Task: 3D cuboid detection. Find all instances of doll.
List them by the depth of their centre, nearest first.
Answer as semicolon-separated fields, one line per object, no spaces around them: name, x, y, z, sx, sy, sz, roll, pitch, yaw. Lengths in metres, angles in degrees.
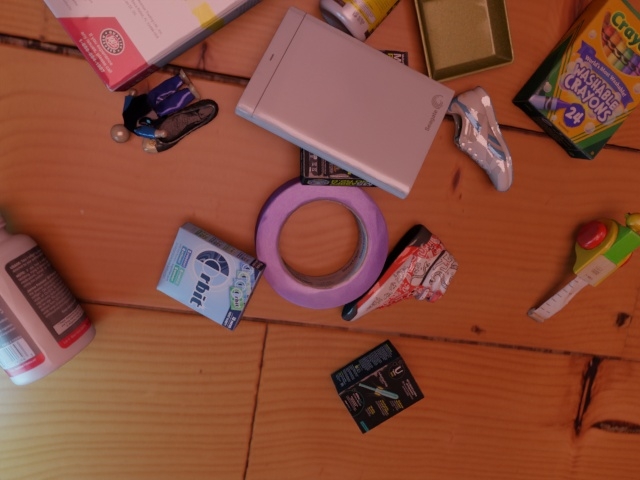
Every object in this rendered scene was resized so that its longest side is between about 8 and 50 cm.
doll;-0.326;-0.250;1.126;0.188;0.046;0.129;-33;74;0

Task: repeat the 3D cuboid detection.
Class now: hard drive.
hard drive;0.051;-0.259;1.091;0.352;0.047;0.233;27;78;-4

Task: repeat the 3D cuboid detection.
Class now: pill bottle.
pill bottle;-0.590;0.099;1.105;0.176;0.176;0.319;-29;105;-2
pill bottle;0.106;-0.493;1.113;0.117;0.117;0.215;41;94;-14

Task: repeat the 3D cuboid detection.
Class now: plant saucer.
plant saucer;0.289;-0.434;1.191;0.188;0.045;0.189;-15;103;-5

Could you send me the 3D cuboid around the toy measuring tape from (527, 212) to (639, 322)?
toy measuring tape;0.602;0.052;1.333;0.121;0.121;0.330;33;118;-14

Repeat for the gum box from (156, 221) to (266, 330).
gum box;-0.224;0.074;1.179;0.184;0.041;0.157;29;113;3

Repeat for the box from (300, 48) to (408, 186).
box;0.068;-0.242;1.146;0.216;0.060;0.270;0;81;-9

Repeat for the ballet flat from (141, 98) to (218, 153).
ballet flat;-0.280;-0.229;1.146;0.173;0.049;0.058;-33;102;0

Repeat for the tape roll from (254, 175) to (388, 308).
tape roll;0.000;0.000;1.218;0.274;0.090;0.275;-2;102;-9

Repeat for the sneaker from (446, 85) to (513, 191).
sneaker;0.339;-0.205;1.234;0.092;0.087;0.229;-24;98;4

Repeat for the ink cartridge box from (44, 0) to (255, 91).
ink cartridge box;-0.287;-0.486;1.033;0.384;0.160;0.279;-33;105;0

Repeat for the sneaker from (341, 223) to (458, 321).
sneaker;0.180;0.108;1.268;0.145;0.090;0.270;42;91;-12

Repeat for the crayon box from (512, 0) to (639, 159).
crayon box;0.595;-0.362;1.234;0.203;0.083;0.323;37;94;-14

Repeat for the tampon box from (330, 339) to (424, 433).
tampon box;0.126;0.325;1.300;0.160;0.101;0.121;-30;105;-2
